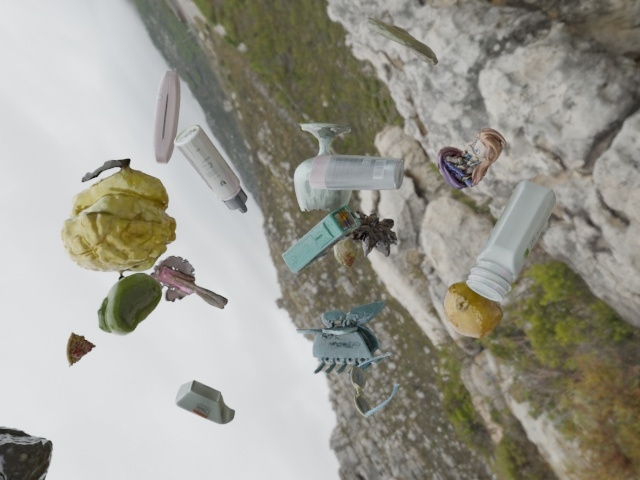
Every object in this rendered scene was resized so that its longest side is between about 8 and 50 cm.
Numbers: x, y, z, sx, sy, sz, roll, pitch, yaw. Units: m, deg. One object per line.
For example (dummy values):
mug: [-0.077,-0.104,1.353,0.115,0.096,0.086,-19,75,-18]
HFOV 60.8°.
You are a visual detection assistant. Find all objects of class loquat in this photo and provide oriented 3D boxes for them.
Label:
loquat: [0.482,0.217,1.721,0.234,0.176,0.187,14,-117,-58]

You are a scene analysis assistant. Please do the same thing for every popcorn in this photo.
popcorn: [-0.630,-0.073,1.700,0.349,0.350,0.381,-127,39,-61]

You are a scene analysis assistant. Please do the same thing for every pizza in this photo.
pizza: [-0.737,0.321,1.658,0.029,0.100,0.099,9,126,32]

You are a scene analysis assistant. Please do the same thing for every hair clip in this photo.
hair clip: [-0.484,0.171,2.012,0.301,0.172,0.069,31,176,-20]
hair clip: [0.102,0.444,2.383,0.392,0.319,0.238,-24,-78,-57]

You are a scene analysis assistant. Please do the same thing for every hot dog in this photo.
hot dog: [0.076,0.008,1.835,0.061,0.078,0.168,-143,40,-76]

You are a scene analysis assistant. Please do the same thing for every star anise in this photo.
star anise: [0.199,-0.045,2.146,0.223,0.236,0.108,27,127,15]

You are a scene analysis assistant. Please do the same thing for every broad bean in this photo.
broad bean: [-0.477,0.158,1.354,0.082,0.174,0.124,-1,138,39]

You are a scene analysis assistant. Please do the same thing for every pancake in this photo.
pancake: [0.216,-0.516,1.402,0.222,0.042,0.236,40,-159,28]

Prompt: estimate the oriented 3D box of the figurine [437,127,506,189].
figurine: [0.353,-0.188,1.253,0.114,0.157,0.126,45,-155,-36]

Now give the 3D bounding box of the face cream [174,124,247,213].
face cream: [-0.300,-0.192,1.593,0.311,0.092,0.092,55,179,-39]

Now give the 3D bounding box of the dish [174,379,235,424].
dish: [-0.426,0.608,2.071,0.234,0.064,0.154,29,-171,-11]

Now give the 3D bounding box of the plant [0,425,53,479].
plant: [-0.708,0.532,1.195,0.178,0.233,0.204,19,169,1]

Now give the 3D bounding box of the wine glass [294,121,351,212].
wine glass: [0.013,-0.266,2.042,0.238,0.238,0.322,-145,55,-85]

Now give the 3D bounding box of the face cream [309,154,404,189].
face cream: [0.100,-0.195,1.558,0.270,0.107,0.073,5,160,27]

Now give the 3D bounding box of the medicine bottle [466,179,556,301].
medicine bottle: [0.526,0.006,1.506,0.124,0.324,0.179,26,168,21]

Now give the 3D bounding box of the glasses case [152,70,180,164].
glasses case: [-0.493,-0.392,1.746,0.113,0.075,0.296,-153,70,-75]

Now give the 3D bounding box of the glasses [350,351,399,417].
glasses: [0.176,0.480,1.866,0.220,0.088,0.189,119,153,-44]

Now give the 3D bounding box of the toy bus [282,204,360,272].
toy bus: [0.000,0.000,1.600,0.091,0.262,0.109,54,-141,7]
